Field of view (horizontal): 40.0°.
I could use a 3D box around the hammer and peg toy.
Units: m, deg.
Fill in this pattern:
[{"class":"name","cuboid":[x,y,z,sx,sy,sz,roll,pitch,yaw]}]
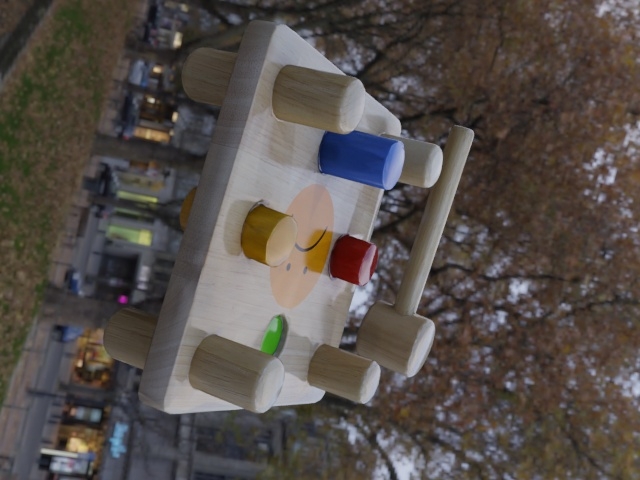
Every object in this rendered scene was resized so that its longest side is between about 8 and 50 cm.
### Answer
[{"class":"hammer and peg toy","cuboid":[0.000,0.000,0.697,0.361,0.127,0.265,17,89,-65]}]
